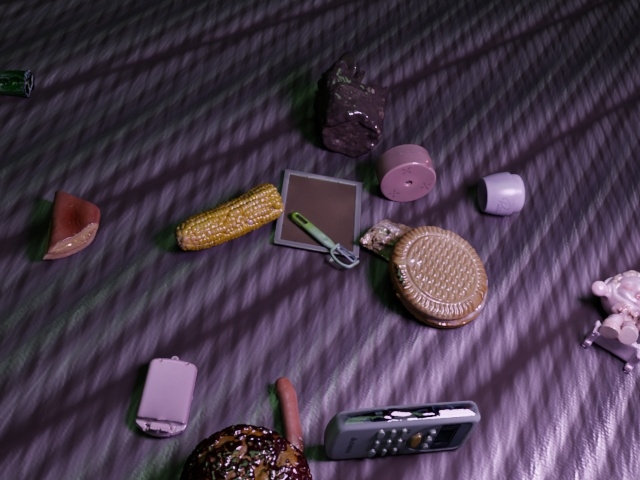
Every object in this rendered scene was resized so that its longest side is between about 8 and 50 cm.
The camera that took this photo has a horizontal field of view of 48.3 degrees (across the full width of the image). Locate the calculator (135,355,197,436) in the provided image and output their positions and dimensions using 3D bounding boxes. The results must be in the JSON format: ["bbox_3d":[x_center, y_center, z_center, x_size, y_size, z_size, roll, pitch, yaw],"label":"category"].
[{"bbox_3d":[-0.300,0.301,1.395,0.100,0.032,0.175,10,47,-6],"label":"calculator"}]

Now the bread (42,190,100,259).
[{"bbox_3d":[-0.556,-0.034,1.608,0.119,0.067,0.192,-3,48,-5],"label":"bread"}]

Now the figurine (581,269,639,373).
[{"bbox_3d":[0.733,0.173,1.701,0.182,0.144,0.256,16,46,29],"label":"figurine"}]

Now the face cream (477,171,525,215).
[{"bbox_3d":[0.482,-0.124,1.906,0.104,0.117,0.117,-4,50,-6],"label":"face cream"}]

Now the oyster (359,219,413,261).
[{"bbox_3d":[0.210,0.000,1.762,0.209,0.072,0.133,22,51,4],"label":"oyster"}]

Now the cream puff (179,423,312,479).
[{"bbox_3d":[-0.127,0.428,1.234,0.239,0.165,0.239,5,50,-6],"label":"cream puff"}]

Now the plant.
[{"bbox_3d":[0.085,-0.380,1.997,0.188,0.199,0.276,8,51,-14],"label":"plant"}]

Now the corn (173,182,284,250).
[{"bbox_3d":[-0.213,-0.053,1.687,0.292,0.101,0.101,-25,58,-32],"label":"corn"}]

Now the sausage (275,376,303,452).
[{"bbox_3d":[-0.061,0.354,1.401,0.043,0.043,0.186,0,49,-13],"label":"sausage"}]

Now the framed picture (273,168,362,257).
[{"bbox_3d":[-0.001,-0.071,1.810,0.217,0.017,0.274,12,47,-4],"label":"framed picture"}]

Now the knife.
[{"bbox_3d":[0.000,0.000,1.725,0.054,0.015,0.212,-37,66,-28],"label":"knife"}]

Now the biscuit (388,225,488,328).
[{"bbox_3d":[0.277,0.084,1.668,0.259,0.079,0.259,7,62,-14],"label":"biscuit"}]

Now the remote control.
[{"bbox_3d":[0.154,0.366,1.374,0.296,0.140,0.056,-1,46,-15],"label":"remote control"}]

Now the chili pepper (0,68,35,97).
[{"bbox_3d":[-0.883,-0.424,1.892,0.227,0.059,0.088,3,44,-5],"label":"chili pepper"}]

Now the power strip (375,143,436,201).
[{"bbox_3d":[0.221,-0.174,1.868,0.154,0.154,0.078,1,52,-13],"label":"power strip"}]
